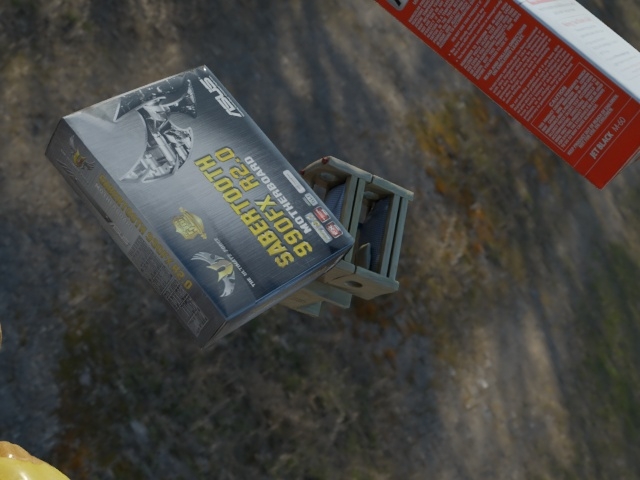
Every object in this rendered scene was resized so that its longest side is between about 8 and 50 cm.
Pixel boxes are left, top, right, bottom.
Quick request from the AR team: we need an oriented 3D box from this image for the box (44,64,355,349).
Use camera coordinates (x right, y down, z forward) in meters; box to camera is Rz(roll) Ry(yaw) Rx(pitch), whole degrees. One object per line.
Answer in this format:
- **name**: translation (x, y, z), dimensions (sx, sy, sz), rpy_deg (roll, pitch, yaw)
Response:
- **box**: translation (-0.106, -0.038, 1.024), dimensions (0.231, 0.056, 0.183), rpy_deg (50, 44, 10)

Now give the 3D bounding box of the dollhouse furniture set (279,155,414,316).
- **dollhouse furniture set**: translation (0.000, 0.000, 1.389), dimensions (0.129, 0.183, 0.129), rpy_deg (23, 66, -26)

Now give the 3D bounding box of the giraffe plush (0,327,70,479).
- **giraffe plush**: translation (-0.189, 0.095, 0.475), dimensions (0.181, 0.210, 0.171), rpy_deg (-18, 109, -26)

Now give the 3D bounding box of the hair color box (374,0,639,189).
- **hair color box**: translation (0.113, -0.106, 0.615), dimensions (0.167, 0.053, 0.093), rpy_deg (44, 29, 11)
